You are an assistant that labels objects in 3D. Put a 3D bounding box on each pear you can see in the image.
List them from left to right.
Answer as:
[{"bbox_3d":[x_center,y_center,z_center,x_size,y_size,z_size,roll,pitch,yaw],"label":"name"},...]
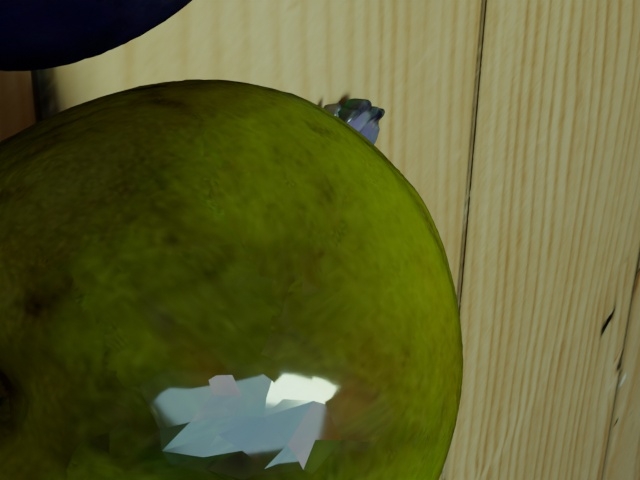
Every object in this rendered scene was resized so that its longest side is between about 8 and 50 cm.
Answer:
[{"bbox_3d":[-0.067,0.059,0.808,0.269,0.269,0.321,-70,161,3],"label":"pear"}]

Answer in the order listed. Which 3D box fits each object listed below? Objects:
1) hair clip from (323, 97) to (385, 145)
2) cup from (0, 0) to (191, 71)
[{"bbox_3d":[0.002,0.001,1.199,0.124,0.052,0.195,59,50,-71],"label":"hair clip"},{"bbox_3d":[-0.153,-0.199,0.558,0.178,0.255,0.256,-33,159,11],"label":"cup"}]
